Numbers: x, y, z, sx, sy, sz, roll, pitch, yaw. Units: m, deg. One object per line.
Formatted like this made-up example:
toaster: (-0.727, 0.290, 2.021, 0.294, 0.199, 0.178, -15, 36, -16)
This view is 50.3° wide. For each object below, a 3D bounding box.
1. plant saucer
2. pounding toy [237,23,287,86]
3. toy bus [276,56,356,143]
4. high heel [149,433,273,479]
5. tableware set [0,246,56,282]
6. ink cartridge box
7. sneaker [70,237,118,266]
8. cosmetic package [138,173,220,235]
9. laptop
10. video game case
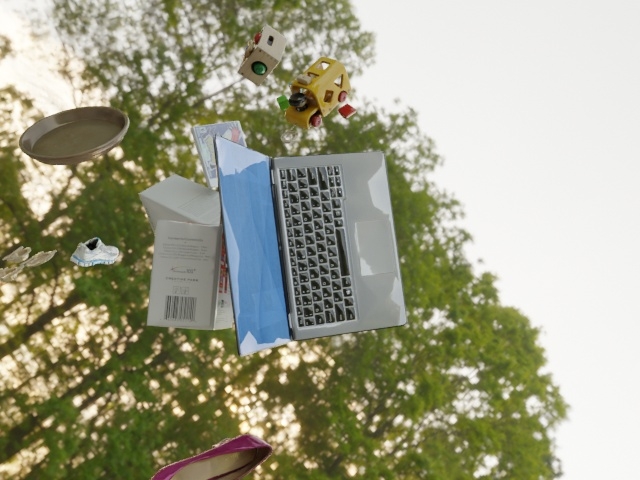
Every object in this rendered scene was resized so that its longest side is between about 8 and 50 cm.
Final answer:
plant saucer: (-0.630, -0.269, 1.758, 0.278, 0.278, 0.041, 29, -41, 36)
pounding toy: (-0.165, -0.500, 1.822, 0.100, 0.141, 0.130, 31, -44, -20)
toy bus: (-0.022, -0.354, 1.644, 0.104, 0.191, 0.202, 68, 11, -46)
high heel: (-0.298, 0.606, 1.728, 0.181, 0.377, 0.127, -15, -77, 46)
tableware set: (-0.663, 0.055, 1.473, 0.169, 0.141, 0.020, -1, -62, 36)
ink cartridge box: (-0.252, 0.046, 1.422, 0.309, 0.130, 0.271, 97, -3, -83)
sneaker: (-0.701, 0.029, 2.162, 0.071, 0.191, 0.083, 30, -74, 16)
cosmetic package: (-0.390, -0.042, 2.238, 0.453, 0.161, 0.230, 23, -43, 45)
laptop: (0.000, 0.000, 1.309, 0.236, 0.408, 0.381, 159, -76, -72)
video game case: (-0.311, -0.280, 2.204, 0.023, 0.183, 0.201, -17, -90, 49)
